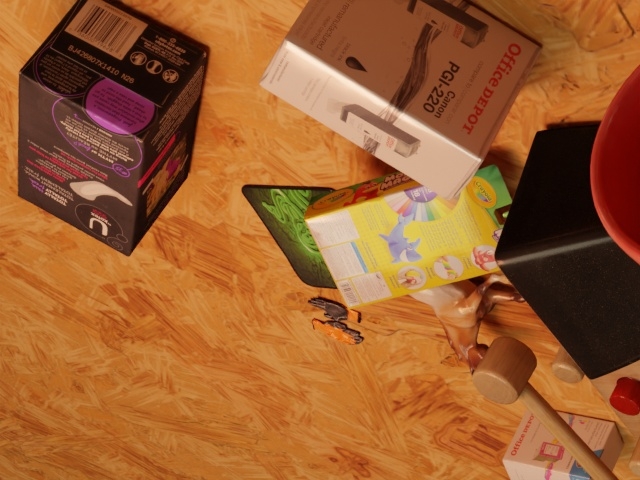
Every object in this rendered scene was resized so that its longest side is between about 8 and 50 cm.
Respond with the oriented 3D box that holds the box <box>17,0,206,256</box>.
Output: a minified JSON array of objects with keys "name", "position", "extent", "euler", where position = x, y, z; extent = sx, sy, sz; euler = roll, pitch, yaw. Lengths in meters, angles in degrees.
[{"name":"box","position":[-0.243,-0.129,1.986],"extent":[0.165,0.143,0.270],"euler":[29,150,6]}]

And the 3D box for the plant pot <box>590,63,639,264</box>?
[{"name":"plant pot","position":[0.400,-0.028,1.481],"extent":[0.275,0.275,0.243],"euler":[3,150,39]}]

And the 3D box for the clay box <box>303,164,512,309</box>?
[{"name":"clay box","position":[0.109,-0.013,1.863],"extent":[0.222,0.053,0.127],"euler":[-16,118,20]}]

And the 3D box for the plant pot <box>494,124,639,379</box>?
[{"name":"plant pot","position":[0.304,-0.004,1.672],"extent":[0.167,0.188,0.187],"euler":[-16,127,39]}]

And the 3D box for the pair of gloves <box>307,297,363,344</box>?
[{"name":"pair of gloves","position":[0.019,0.105,2.233],"extent":[0.074,0.010,0.083],"euler":[19,147,19]}]

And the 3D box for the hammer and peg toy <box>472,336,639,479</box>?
[{"name":"hammer and peg toy","position":[0.367,0.156,1.893],"extent":[0.361,0.127,0.266],"euler":[-5,137,45]}]

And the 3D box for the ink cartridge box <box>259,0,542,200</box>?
[{"name":"ink cartridge box","position":[0.078,-0.164,1.641],"extent":[0.218,0.158,0.092],"euler":[32,149,-3]}]

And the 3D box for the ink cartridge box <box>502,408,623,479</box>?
[{"name":"ink cartridge box","position":[0.300,0.263,2.143],"extent":[0.122,0.088,0.052],"euler":[7,143,34]}]

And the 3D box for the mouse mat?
[{"name":"mouse mat","position":[0.000,0.000,2.101],"extent":[0.153,0.007,0.189],"euler":[3,139,38]}]

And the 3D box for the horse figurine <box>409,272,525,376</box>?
[{"name":"horse figurine","position":[0.138,0.039,1.981],"extent":[0.263,0.066,0.174],"euler":[37,144,-12]}]
